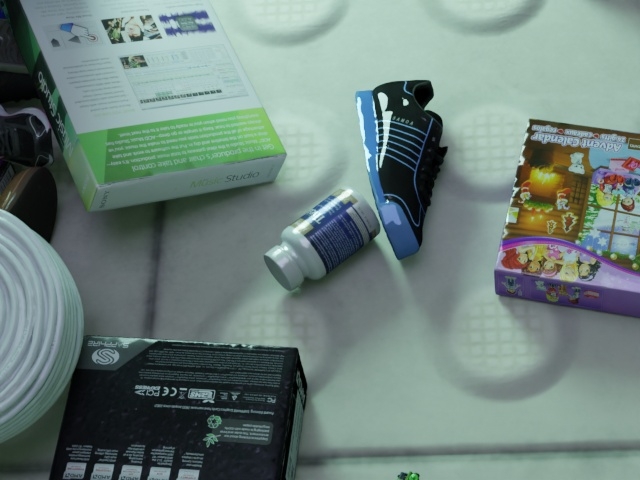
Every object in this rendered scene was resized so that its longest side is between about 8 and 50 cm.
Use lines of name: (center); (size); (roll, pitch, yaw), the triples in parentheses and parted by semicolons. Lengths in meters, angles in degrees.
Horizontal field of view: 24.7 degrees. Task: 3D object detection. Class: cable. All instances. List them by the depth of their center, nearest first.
cable: (-0.368, 0.085, 1.452); (0.257, 0.089, 0.257); (-14, 70, 2)

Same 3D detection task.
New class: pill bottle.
pill bottle: (0.000, 0.000, 1.574); (0.120, 0.067, 0.067); (-37, 60, -16)

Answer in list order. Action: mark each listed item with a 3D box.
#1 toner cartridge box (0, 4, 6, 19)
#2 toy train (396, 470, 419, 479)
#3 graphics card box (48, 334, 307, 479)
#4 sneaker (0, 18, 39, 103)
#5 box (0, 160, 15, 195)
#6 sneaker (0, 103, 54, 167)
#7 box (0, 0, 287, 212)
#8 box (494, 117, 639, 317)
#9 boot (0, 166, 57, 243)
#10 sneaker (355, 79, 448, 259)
toner cartridge box: (-0.356, -0.358, 1.681); (0.165, 0.348, 0.075); (-39, 82, -16)
toy train: (0.072, 0.261, 1.429); (0.024, 0.017, 0.083); (16, 61, 29)
graphics card box: (-0.150, 0.275, 1.406); (0.233, 0.094, 0.371); (1, 59, 9)
sneaker: (-0.325, -0.202, 1.746); (0.222, 0.118, 0.083); (10, 66, -20)
box: (-0.451, -0.058, 1.695); (0.162, 0.029, 0.116); (15, 60, 15)
sneaker: (-0.372, -0.114, 1.663); (0.077, 0.072, 0.178); (-18, 20, -40)
box: (-0.206, -0.187, 1.661); (0.232, 0.058, 0.322); (-11, 58, -28)
box: (0.345, -0.017, 1.543); (0.293, 0.057, 0.201); (9, 60, 13)
boot: (-0.386, 0.041, 1.582); (0.115, 0.112, 0.305); (12, 63, 24)
sneaker: (0.098, -0.087, 1.607); (0.090, 0.081, 0.232); (-14, 56, 7)
